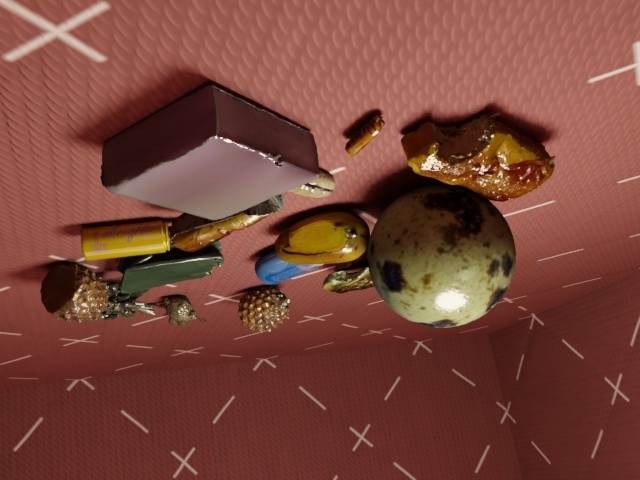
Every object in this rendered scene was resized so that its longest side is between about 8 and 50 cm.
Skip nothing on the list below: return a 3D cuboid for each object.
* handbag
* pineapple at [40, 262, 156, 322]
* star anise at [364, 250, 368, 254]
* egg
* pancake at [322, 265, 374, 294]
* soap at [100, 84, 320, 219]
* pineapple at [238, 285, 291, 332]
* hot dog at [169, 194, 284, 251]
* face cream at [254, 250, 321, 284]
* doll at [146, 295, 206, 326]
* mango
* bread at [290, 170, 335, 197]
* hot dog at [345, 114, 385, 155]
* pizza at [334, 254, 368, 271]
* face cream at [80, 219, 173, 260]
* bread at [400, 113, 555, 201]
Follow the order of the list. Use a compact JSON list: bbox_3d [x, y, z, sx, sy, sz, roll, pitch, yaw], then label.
[{"bbox_3d":[-0.402,0.064,1.832,0.260,0.079,0.247,-5,164,-23],"label":"handbag"},{"bbox_3d":[-0.614,0.164,1.915,0.165,0.166,0.364,-14,164,15],"label":"pineapple"},{"bbox_3d":[0.227,0.020,2.050,0.204,0.061,0.180,-15,162,14],"label":"star anise"},{"bbox_3d":[0.281,0.039,1.672,0.345,0.345,0.428,-4,177,-17],"label":"egg"},{"bbox_3d":[0.159,0.100,2.153,0.426,0.067,0.305,-6,164,-42],"label":"pancake"},{"bbox_3d":[-0.196,-0.141,1.252,0.285,0.107,0.296,-20,159,29],"label":"soap"},{"bbox_3d":[-0.179,0.231,2.347,0.193,0.166,0.166,-22,159,30],"label":"pineapple"},{"bbox_3d":[-0.207,-0.049,1.506,0.270,0.082,0.162,-16,-162,23],"label":"hot dog"},{"bbox_3d":[-0.064,0.052,1.958,0.264,0.083,0.149,-22,159,34],"label":"face cream"},{"bbox_3d":[-0.481,0.256,2.378,0.202,0.091,0.286,20,159,21],"label":"doll"},{"bbox_3d":[0.000,0.000,1.766,0.261,0.130,0.167,-8,168,15],"label":"mango"},{"bbox_3d":[-0.041,-0.126,1.470,0.073,0.053,0.214,-28,154,37],"label":"bread"},{"bbox_3d":[0.082,-0.203,1.315,0.037,0.049,0.122,35,142,-11],"label":"hot dog"},{"bbox_3d":[0.103,0.068,2.150,0.131,0.041,0.178,-17,171,32],"label":"pizza"},{"bbox_3d":[-0.413,-0.005,1.606,0.273,0.078,0.078,-6,162,-10],"label":"face cream"},{"bbox_3d":[0.343,-0.173,1.437,0.380,0.109,0.185,11,154,-44],"label":"bread"}]
